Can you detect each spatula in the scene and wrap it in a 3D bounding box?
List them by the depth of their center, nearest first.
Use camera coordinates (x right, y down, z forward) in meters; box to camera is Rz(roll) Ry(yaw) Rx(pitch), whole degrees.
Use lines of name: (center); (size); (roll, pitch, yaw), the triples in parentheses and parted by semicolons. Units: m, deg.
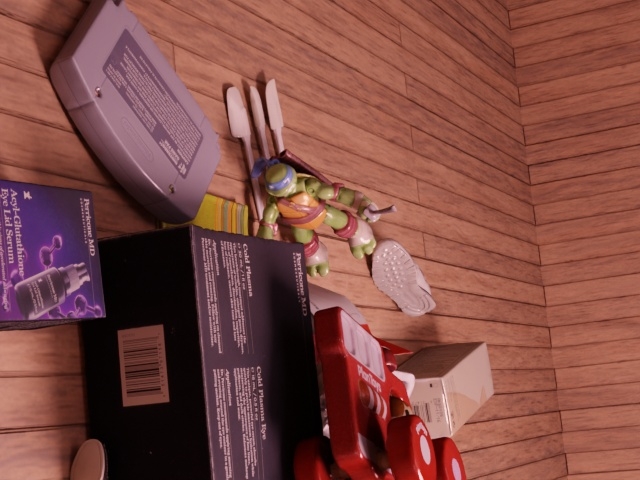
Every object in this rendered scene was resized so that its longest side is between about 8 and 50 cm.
spatula: (-0.096, -0.145, 1.950); (0.168, 0.019, 0.242); (-30, 112, -64)

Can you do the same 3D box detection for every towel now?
towel: (-0.172, -0.024, 1.733); (0.237, 0.021, 0.102); (17, 65, -62)

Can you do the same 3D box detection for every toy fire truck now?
toy fire truck: (0.079, 0.246, 1.589); (0.302, 0.169, 0.254); (42, 37, -56)

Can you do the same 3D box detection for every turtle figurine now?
turtle figurine: (0.000, 0.000, 1.881); (0.198, 0.274, 0.266); (-54, 151, -5)

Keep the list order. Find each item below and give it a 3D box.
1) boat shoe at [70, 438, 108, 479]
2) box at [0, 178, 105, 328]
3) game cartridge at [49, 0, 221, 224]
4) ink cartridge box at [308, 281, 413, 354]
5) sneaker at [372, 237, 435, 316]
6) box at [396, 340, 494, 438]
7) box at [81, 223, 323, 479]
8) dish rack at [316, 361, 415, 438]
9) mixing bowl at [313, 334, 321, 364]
boat shoe: (-0.270, 0.301, 1.376); (0.038, 0.046, 0.125); (25, 61, -60)
box: (-0.341, 0.019, 1.254); (0.207, 0.108, 0.153); (3, 78, -64)
game cartridge: (-0.246, -0.170, 1.570); (0.294, 0.060, 0.196); (56, 30, -33)
ink cartridge box: (0.021, 0.120, 1.849); (0.189, 0.232, 0.066); (6, 98, -65)
sneaker: (0.160, 0.060, 2.355); (0.235, 0.090, 0.095); (57, 20, -47)
box: (0.238, 0.300, 2.342); (0.311, 0.148, 0.121); (-19, 100, -64)
box: (-0.148, 0.169, 1.525); (0.312, 0.179, 0.343); (11, 72, -63)
dish rack: (0.004, 0.304, 1.804); (0.285, 0.072, 0.333); (-60, 152, 5)
mixing bowl: (-0.027, 0.205, 1.867); (0.181, 0.098, 0.181); (33, 53, -57)
